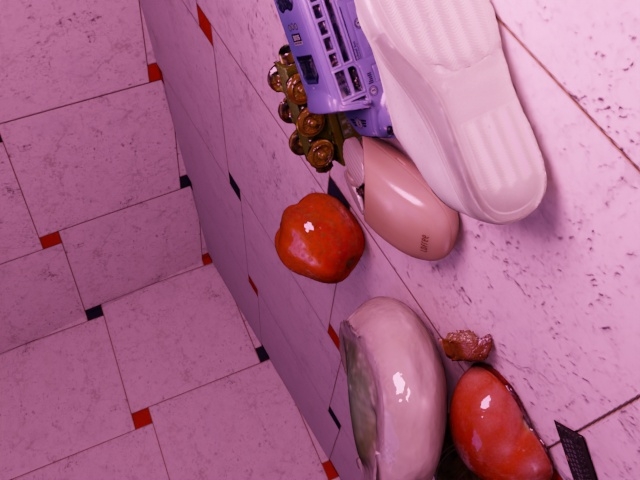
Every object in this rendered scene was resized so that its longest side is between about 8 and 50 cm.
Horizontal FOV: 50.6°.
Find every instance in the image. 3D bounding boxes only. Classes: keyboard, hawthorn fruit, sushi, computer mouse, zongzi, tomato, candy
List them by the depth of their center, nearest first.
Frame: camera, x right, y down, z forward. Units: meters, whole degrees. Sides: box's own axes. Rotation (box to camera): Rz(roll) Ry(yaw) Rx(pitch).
[{"bbox_3d":[0.388,0.355,0.988,0.198,0.010,0.063,68,165,-14],"label":"keyboard"},{"bbox_3d":[0.114,-0.063,1.042,0.236,0.082,0.145,46,157,29],"label":"computer mouse"},{"bbox_3d":[0.234,0.172,1.109,0.120,0.052,0.055,135,126,-76],"label":"sushi"},{"bbox_3d":[0.274,0.328,1.128,0.228,0.112,0.199,62,166,16],"label":"tomato"},{"bbox_3d":[0.139,0.296,1.247,0.427,0.186,0.386,107,161,-86],"label":"candy"},{"bbox_3d":[0.284,0.471,1.369,0.241,0.111,0.248,-108,-3,-53],"label":"zongzi"},{"bbox_3d":[0.000,0.000,1.371,0.189,0.189,0.189,55,162,28],"label":"hawthorn fruit"}]

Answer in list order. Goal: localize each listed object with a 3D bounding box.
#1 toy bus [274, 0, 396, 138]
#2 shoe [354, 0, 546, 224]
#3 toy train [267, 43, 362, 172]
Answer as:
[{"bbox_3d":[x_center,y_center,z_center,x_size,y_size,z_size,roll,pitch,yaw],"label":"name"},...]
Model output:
[{"bbox_3d":[0.028,-0.269,0.930,0.125,0.133,0.292,26,139,64],"label":"toy bus"},{"bbox_3d":[0.126,-0.187,0.781,0.363,0.131,0.160,62,169,-8],"label":"shoe"},{"bbox_3d":[0.005,-0.219,1.082,0.090,0.137,0.225,43,158,49],"label":"toy train"}]
